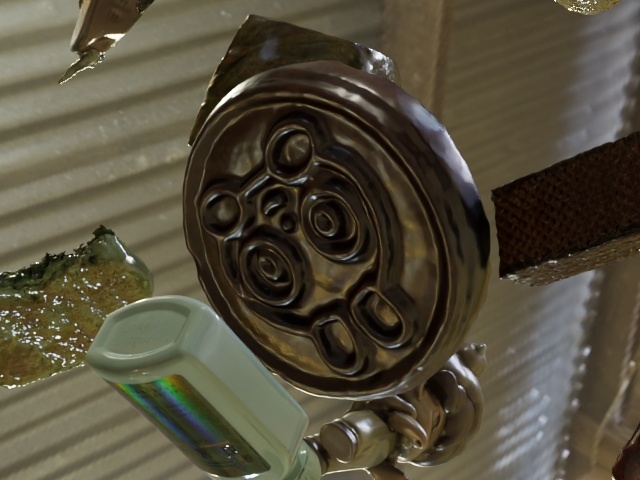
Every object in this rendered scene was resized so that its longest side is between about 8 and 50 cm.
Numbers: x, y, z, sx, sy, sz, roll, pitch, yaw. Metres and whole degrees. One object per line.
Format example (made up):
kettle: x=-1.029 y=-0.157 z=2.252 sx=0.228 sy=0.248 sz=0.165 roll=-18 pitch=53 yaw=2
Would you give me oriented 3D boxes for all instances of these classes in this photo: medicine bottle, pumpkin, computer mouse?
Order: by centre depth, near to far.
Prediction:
medicine bottle: x=-0.082 y=0.144 z=0.887 sx=0.229 sy=0.121 sz=0.083 roll=52 pitch=-134 yaw=-35
pumpkin: x=-0.023 y=-0.173 z=1.484 sx=0.303 sy=0.256 sz=0.225 roll=-18 pitch=-54 yaw=-79
computer mouse: x=-0.268 y=-0.388 z=1.503 sx=0.115 sy=0.199 sz=0.389 roll=42 pitch=-79 yaw=-13

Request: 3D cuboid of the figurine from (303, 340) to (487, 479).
figurine: x=0.120 y=0.285 z=1.711 sx=0.380 sy=0.203 sz=0.248 roll=-16 pitch=-43 yaw=-50

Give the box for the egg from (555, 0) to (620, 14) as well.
egg: x=0.344 y=-0.346 z=1.345 sx=0.118 sy=0.140 sz=0.116 roll=-21 pitch=-58 yaw=-17

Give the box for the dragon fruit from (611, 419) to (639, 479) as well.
dragon fruit: x=0.190 y=0.082 z=0.545 sx=0.131 sy=0.063 sz=0.097 roll=-48 pitch=-60 yaw=-11

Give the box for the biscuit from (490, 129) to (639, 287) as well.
biscuit: x=0.285 y=-0.033 z=1.082 sx=0.070 sy=0.252 sz=0.106 roll=15 pitch=-117 yaw=-42

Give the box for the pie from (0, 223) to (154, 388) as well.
pie: x=-0.432 y=0.108 z=1.582 sx=0.371 sy=0.078 sz=0.296 roll=-9 pitch=-42 yaw=-19

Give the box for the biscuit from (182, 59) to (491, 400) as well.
biscuit: x=0.000 y=0.000 z=1.219 sx=0.091 sy=0.407 sz=0.407 roll=-31 pitch=-46 yaw=-51
